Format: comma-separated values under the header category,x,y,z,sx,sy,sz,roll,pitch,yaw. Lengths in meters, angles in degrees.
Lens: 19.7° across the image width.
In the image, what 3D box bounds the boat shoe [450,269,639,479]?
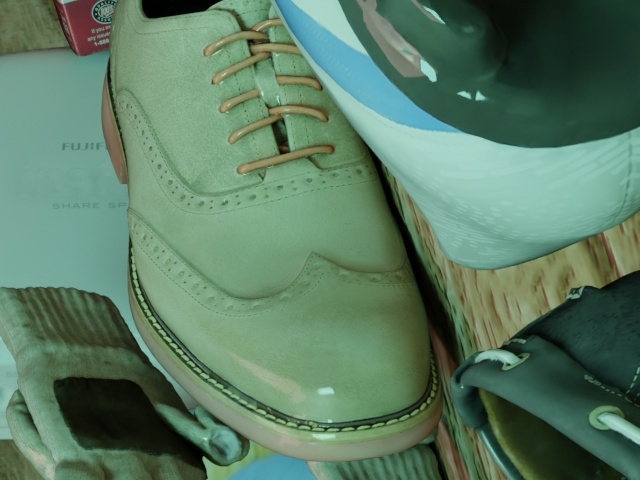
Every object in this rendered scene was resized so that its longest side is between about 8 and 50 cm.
category,x,y,z,sx,sy,sz,roll,pitch,yaw
boat shoe,0.099,0.091,0.406,0.233,0.079,0.084,-118,14,-51

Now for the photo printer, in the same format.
category,x,y,z,sx,sy,sz,roll,pitch,yaw
photo printer,-0.146,-0.014,1.228,0.107,0.256,0.307,93,175,-45

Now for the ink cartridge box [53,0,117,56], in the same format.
category,x,y,z,sx,sy,sz,roll,pitch,yaw
ink cartridge box,-0.139,-0.237,1.273,0.127,0.128,0.176,-127,20,-70

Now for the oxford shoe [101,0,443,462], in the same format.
category,x,y,z,sx,sy,sz,roll,pitch,yaw
oxford shoe,-0.042,-0.046,0.962,0.397,0.140,0.146,-122,28,-47

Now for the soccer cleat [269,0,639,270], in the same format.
category,x,y,z,sx,sy,sz,roll,pitch,yaw
soccer cleat,-0.002,-0.142,0.462,0.143,0.116,0.331,92,159,-69

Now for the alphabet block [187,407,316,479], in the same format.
category,x,y,z,sx,sy,sz,roll,pitch,yaw
alphabet block,-0.025,0.204,1.113,0.197,0.192,0.193,108,153,-73

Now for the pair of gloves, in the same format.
category,x,y,z,sx,sy,sz,roll,pitch,yaw
pair of gloves,-0.042,0.086,0.947,0.204,0.240,0.042,-116,40,-53
